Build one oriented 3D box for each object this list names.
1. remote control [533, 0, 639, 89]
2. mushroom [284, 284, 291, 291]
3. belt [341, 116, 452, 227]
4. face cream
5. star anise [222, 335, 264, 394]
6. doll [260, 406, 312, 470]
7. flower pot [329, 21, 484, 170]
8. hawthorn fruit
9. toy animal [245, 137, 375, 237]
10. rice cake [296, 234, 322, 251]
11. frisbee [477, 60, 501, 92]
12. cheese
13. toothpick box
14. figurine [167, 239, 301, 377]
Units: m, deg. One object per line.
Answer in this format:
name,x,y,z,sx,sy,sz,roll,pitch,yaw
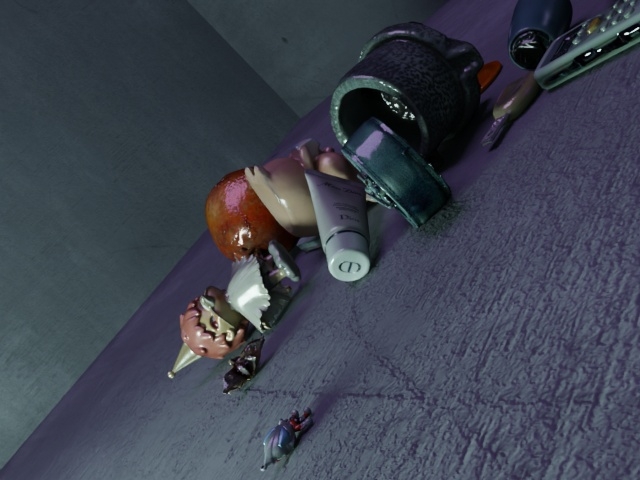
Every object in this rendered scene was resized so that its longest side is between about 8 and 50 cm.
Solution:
remote control,0.504,-0.364,1.186,0.296,0.056,0.140,-26,26,56
mushroom,-0.104,0.132,1.598,0.101,0.019,0.049,-38,16,29
belt,0.131,-0.121,1.255,0.116,0.206,0.267,-45,4,4
face cream,0.043,-0.043,1.390,0.314,0.143,0.089,-98,25,-54
star anise,-0.155,0.251,1.318,0.124,0.056,0.129,-49,6,37
doll,-0.053,0.281,0.983,0.057,0.039,0.114,15,39,25
flower pot,0.202,-0.313,1.461,0.299,0.299,0.283,-27,19,52
hawthorn fruit,-0.170,-0.037,1.837,0.276,0.276,0.307,-39,35,24
toy animal,-0.015,-0.125,1.595,0.256,0.212,0.195,-28,9,-16
rice cake,-0.001,0.000,1.652,0.033,0.033,0.208,-61,20,-19
frisbee,0.359,-0.379,1.698,0.192,0.035,0.192,-43,14,14
cheese,0.356,-0.245,1.314,0.192,0.037,0.097,-54,15,-28
toothpick box,0.448,-0.432,1.420,0.120,0.120,0.184,-31,23,45
figurine,-0.214,0.156,1.526,0.387,0.166,0.207,-39,54,12
